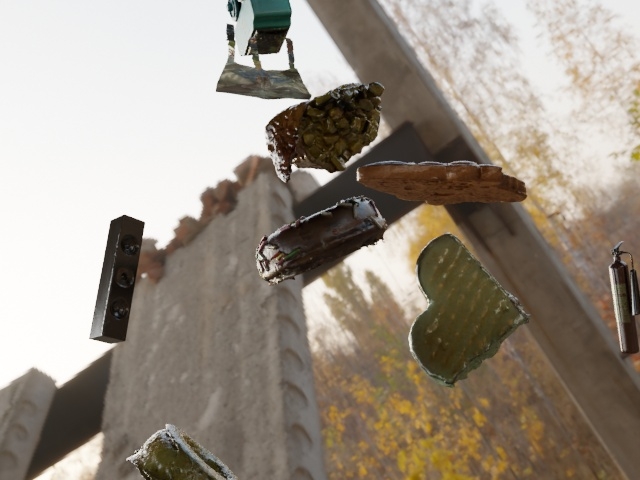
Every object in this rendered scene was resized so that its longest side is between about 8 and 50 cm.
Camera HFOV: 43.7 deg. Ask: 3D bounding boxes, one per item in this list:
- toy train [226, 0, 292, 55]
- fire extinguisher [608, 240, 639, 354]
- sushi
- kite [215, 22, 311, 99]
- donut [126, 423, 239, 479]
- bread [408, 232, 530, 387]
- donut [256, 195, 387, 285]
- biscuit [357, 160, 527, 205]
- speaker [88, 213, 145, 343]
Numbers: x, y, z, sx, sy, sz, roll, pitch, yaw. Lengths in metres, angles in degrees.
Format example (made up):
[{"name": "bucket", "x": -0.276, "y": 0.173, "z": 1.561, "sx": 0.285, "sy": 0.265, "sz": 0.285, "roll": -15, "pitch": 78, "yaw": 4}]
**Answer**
[{"name": "toy train", "x": -0.126, "y": -0.472, "z": 1.654, "sx": 0.107, "sy": 0.154, "sz": 0.198, "roll": -11, "pitch": -14, "yaw": -19}, {"name": "fire extinguisher", "x": 0.470, "y": 0.088, "z": 1.228, "sx": 0.035, "sy": 0.173, "sz": 0.049, "roll": -7, "pitch": -1, "yaw": 1}, {"name": "sushi", "x": 0.020, "y": -0.217, "z": 1.548, "sx": 0.296, "sy": 0.166, "sz": 0.179, "roll": -15, "pitch": 17, "yaw": -39}, {"name": "kite", "x": -0.085, "y": -0.278, "z": 1.291, "sx": 0.169, "sy": 0.015, "sz": 0.310, "roll": 6, "pitch": -8, "yaw": -7}, {"name": "donut", "x": -0.244, "y": 0.458, "z": 1.547, "sx": 0.107, "sy": 0.272, "sz": 0.272, "roll": -54, "pitch": -6, "yaw": -11}, {"name": "bread", "x": 0.217, "y": 0.101, "z": 1.167, "sx": 0.173, "sy": 0.232, "sz": 0.064, "roll": 0, "pitch": -20, "yaw": 13}, {"name": "donut", "x": 0.000, "y": 0.000, "z": 1.500, "sx": 0.270, "sy": 0.103, "sz": 0.270, "roll": -22, "pitch": -1, "yaw": -1}, {"name": "biscuit", "x": 0.172, "y": -0.081, "z": 1.117, "sx": 0.280, "sy": 0.043, "sz": 0.183, "roll": 8, "pitch": -14, "yaw": -25}, {"name": "speaker", "x": -0.308, "y": 0.058, "z": 1.211, "sx": 0.040, "sy": 0.191, "sz": 0.046, "roll": 22, "pitch": -26, "yaw": -39}]
